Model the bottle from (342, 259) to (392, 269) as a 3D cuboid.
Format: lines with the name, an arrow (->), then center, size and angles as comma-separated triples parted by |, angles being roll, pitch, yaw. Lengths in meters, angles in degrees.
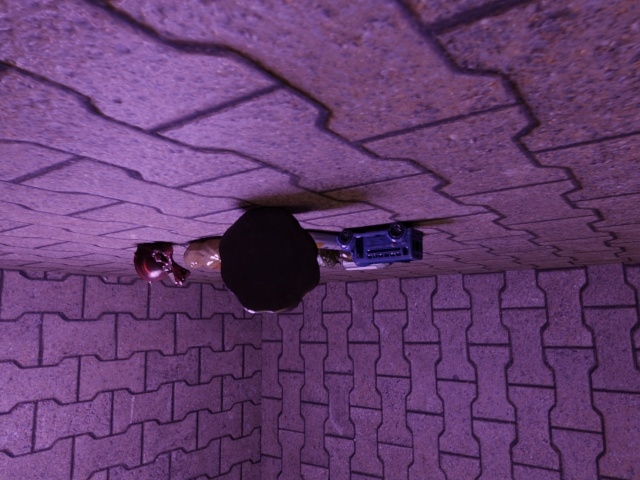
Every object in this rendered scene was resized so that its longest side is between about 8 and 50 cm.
bottle -> 0.228, 0.096, 2.341 | 0.254, 0.079, 0.096 | -7, -153, 36

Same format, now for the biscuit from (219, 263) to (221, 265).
biscuit -> -0.465, 0.132, 2.598 | 0.306, 0.043, 0.284 | 7, 168, -38

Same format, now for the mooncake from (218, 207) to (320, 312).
mooncake -> -0.140, 0.060, 1.396 | 0.306, 0.306, 0.154 | -2, 172, 5

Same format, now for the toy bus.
toy bus -> 0.201, 0.021, 1.687 | 0.292, 0.133, 0.125 | -7, 170, 32

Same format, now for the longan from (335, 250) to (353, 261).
longan -> 0.110, 0.040, 1.875 | 0.119, 0.106, 0.106 | -29, 174, -7

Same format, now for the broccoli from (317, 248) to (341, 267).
broccoli -> 0.017, 0.048, 1.938 | 0.131, 0.130, 0.120 | -11, -150, 10

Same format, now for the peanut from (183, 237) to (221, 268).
peanut -> -0.455, 0.051, 1.910 | 0.263, 0.117, 0.101 | -6, 150, 43

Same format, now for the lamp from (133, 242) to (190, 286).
lamp -> -0.668, 0.107, 2.001 | 0.223, 0.215, 0.151 | 3, -139, 51

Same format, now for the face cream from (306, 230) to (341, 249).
face cream -> 0.000, 0.000, 1.779 | 0.198, 0.057, 0.084 | 4, 165, -31
